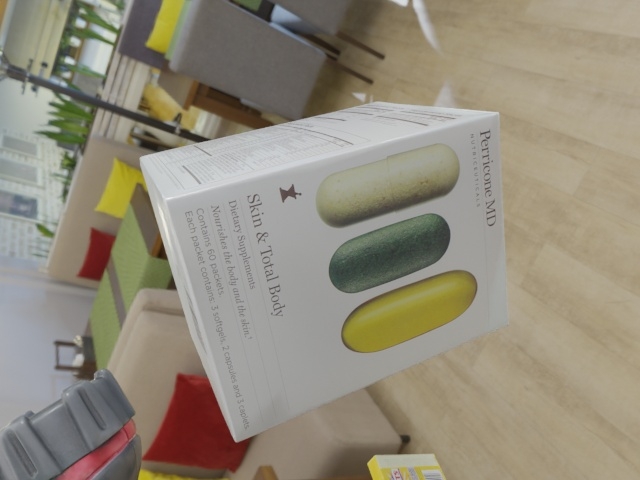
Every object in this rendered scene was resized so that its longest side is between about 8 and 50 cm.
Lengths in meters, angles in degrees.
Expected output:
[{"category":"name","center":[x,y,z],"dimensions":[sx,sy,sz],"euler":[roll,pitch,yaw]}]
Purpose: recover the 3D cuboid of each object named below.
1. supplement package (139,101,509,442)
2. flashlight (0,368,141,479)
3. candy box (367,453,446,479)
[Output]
[{"category":"supplement package","center":[0.000,0.000,0.481],"dimensions":[0.198,0.262,0.200],"euler":[-146,41,-62]},{"category":"flashlight","center":[-0.132,0.252,0.400],"dimensions":[0.304,0.103,0.103],"euler":[58,147,-1]},{"category":"candy box","center":[0.135,0.350,0.610],"dimensions":[0.027,0.105,0.206],"euler":[-58,36,30]}]
